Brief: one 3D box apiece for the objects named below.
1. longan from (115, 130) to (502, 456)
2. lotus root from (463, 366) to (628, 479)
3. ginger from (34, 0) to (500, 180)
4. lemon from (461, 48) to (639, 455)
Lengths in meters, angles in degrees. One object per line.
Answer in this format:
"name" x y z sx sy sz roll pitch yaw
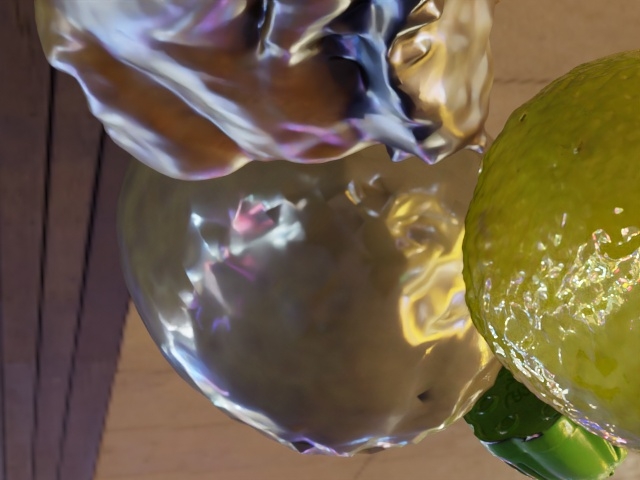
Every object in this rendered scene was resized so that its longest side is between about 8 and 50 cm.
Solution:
"longan" 0.001 -0.004 1.308 0.404 0.436 0.404 -16 129 -21
"lotus root" 0.270 0.201 1.424 0.186 0.186 0.186 -7 154 -3
"ginger" -0.026 -0.153 0.563 0.223 0.200 0.269 6 155 16
"lemon" 0.238 0.011 0.847 0.322 0.268 0.268 26 179 40
